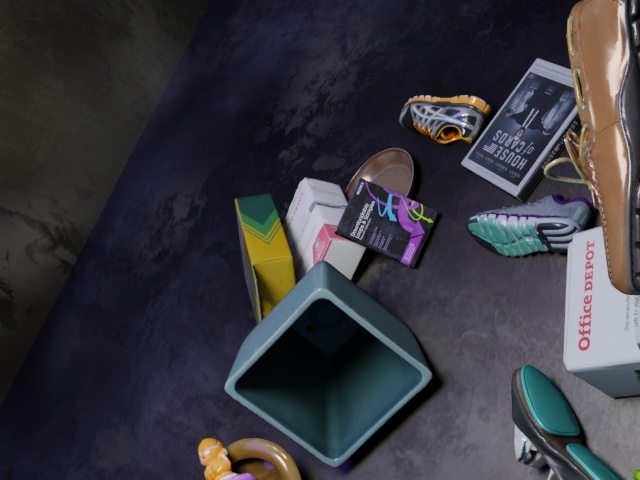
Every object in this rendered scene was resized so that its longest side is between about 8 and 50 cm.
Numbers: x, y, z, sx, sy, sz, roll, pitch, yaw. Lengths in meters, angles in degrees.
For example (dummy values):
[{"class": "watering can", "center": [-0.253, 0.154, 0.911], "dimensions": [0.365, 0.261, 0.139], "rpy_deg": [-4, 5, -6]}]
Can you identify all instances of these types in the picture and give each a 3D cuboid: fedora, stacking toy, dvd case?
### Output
[{"class": "fedora", "center": [-0.105, 0.442, 1.592], "dimensions": [0.194, 0.079, 0.194], "rpy_deg": [-4, 82, 27]}, {"class": "stacking toy", "center": [-0.133, 0.452, 1.489], "dimensions": [0.166, 0.175, 0.302], "rpy_deg": [-48, 54, 13]}, {"class": "dvd case", "center": [0.369, -0.198, 1.564], "dimensions": [0.239, 0.029, 0.179], "rpy_deg": [-54, 33, 5]}]

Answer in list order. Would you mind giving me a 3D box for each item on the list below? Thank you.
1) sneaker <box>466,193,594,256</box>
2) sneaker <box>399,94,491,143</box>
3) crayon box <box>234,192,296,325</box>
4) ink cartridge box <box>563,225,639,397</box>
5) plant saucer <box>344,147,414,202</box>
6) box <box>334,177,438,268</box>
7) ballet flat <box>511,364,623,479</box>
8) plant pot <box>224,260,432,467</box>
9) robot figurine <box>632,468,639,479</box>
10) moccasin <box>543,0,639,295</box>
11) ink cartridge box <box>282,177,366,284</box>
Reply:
[{"class": "sneaker", "center": [0.343, -0.031, 1.444], "dimensions": [0.223, 0.083, 0.098], "rpy_deg": [5, 45, 51]}, {"class": "sneaker", "center": [0.229, -0.229, 1.725], "dimensions": [0.215, 0.084, 0.083], "rpy_deg": [4, 72, 52]}, {"class": "crayon box", "center": [-0.103, 0.070, 1.780], "dimensions": [0.083, 0.203, 0.323], "rpy_deg": [-9, 31, -7]}, {"class": "ink cartridge box", "center": [0.469, 0.071, 1.133], "dimensions": [0.289, 0.121, 0.211], "rpy_deg": [-17, 51, 44]}, {"class": "plant saucer", "center": [0.122, -0.092, 1.792], "dimensions": [0.198, 0.036, 0.199], "rpy_deg": [-32, 42, 34]}, {"class": "box", "center": [0.122, -0.033, 1.652], "dimensions": [0.029, 0.162, 0.116], "rpy_deg": [76, -142, -78]}, {"class": "ballet flat", "center": [0.315, 0.288, 1.193], "dimensions": [0.096, 0.095, 0.280], "rpy_deg": [-59, 31, 22]}, {"class": "plant pot", "center": [0.014, 0.180, 1.544], "dimensions": [0.248, 0.247, 0.252], "rpy_deg": [-47, 15, 18]}, {"class": "robot figurine", "center": [0.429, 0.279, 1.068], "dimensions": [0.101, 0.067, 0.115], "rpy_deg": [-17, 44, 9]}, {"class": "moccasin", "center": [0.366, -0.122, 1.100], "dimensions": [0.147, 0.139, 0.380], "rpy_deg": [-11, 90, 60]}, {"class": "ink cartridge box", "center": [0.000, 0.000, 1.787], "dimensions": [0.158, 0.092, 0.218], "rpy_deg": [-66, 29, 30]}]
